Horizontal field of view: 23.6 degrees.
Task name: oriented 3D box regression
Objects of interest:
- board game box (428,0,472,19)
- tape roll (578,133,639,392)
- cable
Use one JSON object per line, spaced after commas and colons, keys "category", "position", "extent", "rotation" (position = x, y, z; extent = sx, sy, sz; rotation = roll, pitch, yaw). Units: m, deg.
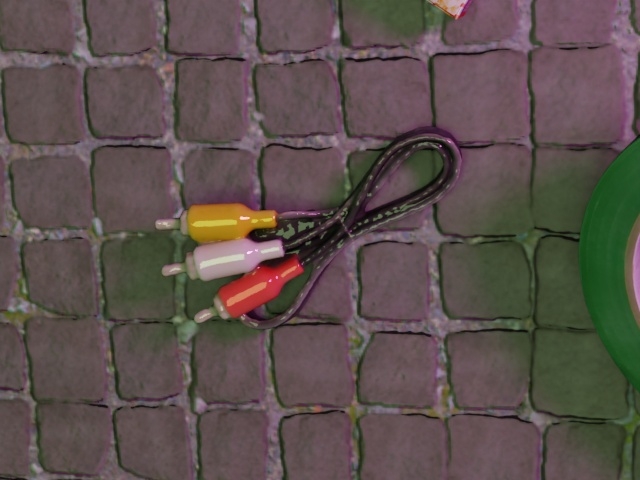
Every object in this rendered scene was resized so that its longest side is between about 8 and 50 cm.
{"category": "board game box", "position": [0.075, -0.300, 1.293], "extent": [0.193, 0.045, 0.147], "rotation": [34, 109, 5]}
{"category": "tape roll", "position": [0.363, 0.031, 1.205], "extent": [0.321, 0.077, 0.321], "rotation": [21, 129, 27]}
{"category": "cable", "position": [0.000, 0.000, 1.369], "extent": [0.287, 0.072, 0.139], "rotation": [-18, 103, 18]}
